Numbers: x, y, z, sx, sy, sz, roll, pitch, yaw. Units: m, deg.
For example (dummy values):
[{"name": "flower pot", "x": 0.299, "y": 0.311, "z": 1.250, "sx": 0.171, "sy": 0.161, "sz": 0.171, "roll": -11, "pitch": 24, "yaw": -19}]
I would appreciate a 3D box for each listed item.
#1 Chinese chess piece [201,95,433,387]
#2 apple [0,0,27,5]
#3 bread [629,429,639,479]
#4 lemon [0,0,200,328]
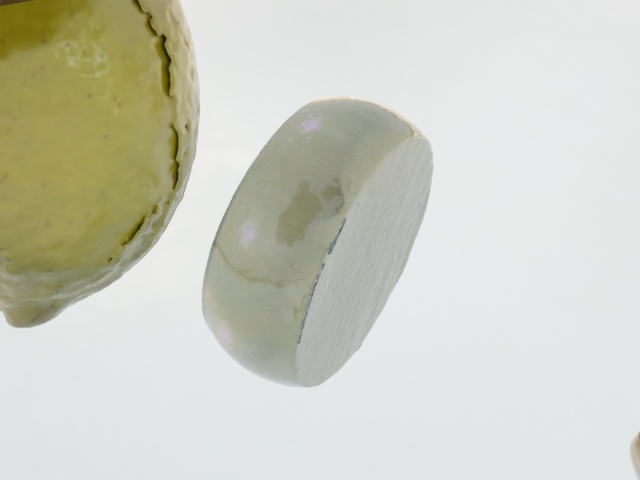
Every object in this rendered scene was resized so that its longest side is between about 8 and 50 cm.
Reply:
[{"name": "Chinese chess piece", "x": 0.000, "y": 0.000, "z": 1.338, "sx": 0.097, "sy": 0.250, "sz": 0.251, "roll": 27, "pitch": -140, "yaw": 17}, {"name": "apple", "x": -0.169, "y": -0.276, "z": 0.582, "sx": 0.400, "sy": 0.400, "sz": 0.333, "roll": 0, "pitch": -144, "yaw": 9}, {"name": "bread", "x": 0.278, "y": 0.199, "z": 1.116, "sx": 0.093, "sy": 0.073, "sz": 0.239, "roll": -4, "pitch": -162, "yaw": 1}, {"name": "lemon", "x": -0.165, "y": -0.082, "z": 0.863, "sx": 0.204, "sy": 0.260, "sz": 0.204, "roll": -6, "pitch": -171, "yaw": 1}]
